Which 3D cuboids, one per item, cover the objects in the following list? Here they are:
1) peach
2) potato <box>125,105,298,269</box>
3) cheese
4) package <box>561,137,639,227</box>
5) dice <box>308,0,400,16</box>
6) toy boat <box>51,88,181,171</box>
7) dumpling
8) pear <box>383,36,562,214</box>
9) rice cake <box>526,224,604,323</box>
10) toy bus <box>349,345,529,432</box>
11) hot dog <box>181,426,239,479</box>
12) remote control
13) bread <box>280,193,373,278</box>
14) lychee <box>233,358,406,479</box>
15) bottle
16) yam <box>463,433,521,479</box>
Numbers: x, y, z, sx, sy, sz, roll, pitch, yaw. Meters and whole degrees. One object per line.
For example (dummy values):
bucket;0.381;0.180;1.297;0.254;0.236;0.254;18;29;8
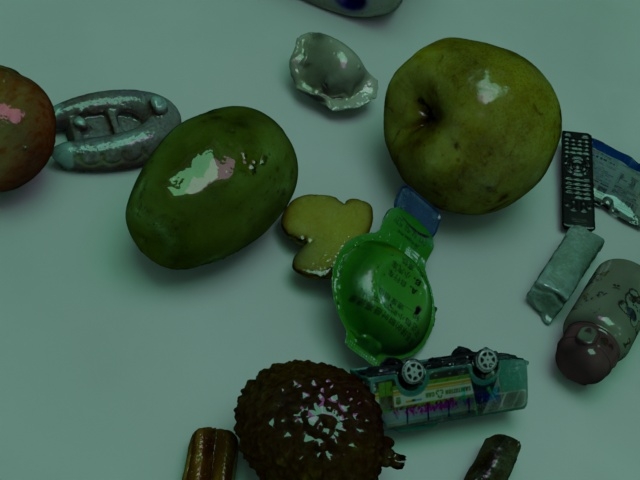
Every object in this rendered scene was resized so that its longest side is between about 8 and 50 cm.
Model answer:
peach;-0.509;-0.189;1.363;0.232;0.233;0.233;8;50;-10
potato;-0.164;-0.083;1.376;0.216;0.216;0.304;41;60;17
cheese;0.115;0.052;1.398;0.204;0.083;0.321;38;52;-19
package;0.570;-0.115;1.733;0.171;0.027;0.173;29;51;13
dice;0.080;-0.666;1.878;0.304;0.277;0.304;25;51;1
toy boat;-0.343;-0.196;1.494;0.227;0.085;0.155;-10;54;-23
dumpling;0.016;-0.309;1.685;0.188;0.108;0.127;41;77;0
pear;0.270;-0.199;1.545;0.303;0.304;0.304;8;50;-10
rice cake;0.418;0.049;1.530;0.069;0.063;0.206;35;51;15
toy bus;0.175;0.211;1.299;0.261;0.091;0.109;-5;92;-18
hot dog;-0.145;0.315;1.162;0.071;0.045;0.165;9;50;-7
remote control;0.483;-0.115;1.686;0.063;0.025;0.245;11;54;1
bread;0.000;0.000;1.455;0.149;0.065;0.188;17;51;12
lychee;0.000;0.255;1.167;0.238;0.200;0.200;22;49;-10
bottle;0.455;0.135;1.441;0.110;0.110;0.233;35;51;13
yam;0.208;0.367;1.214;0.061;0.061;0.253;29;50;8
